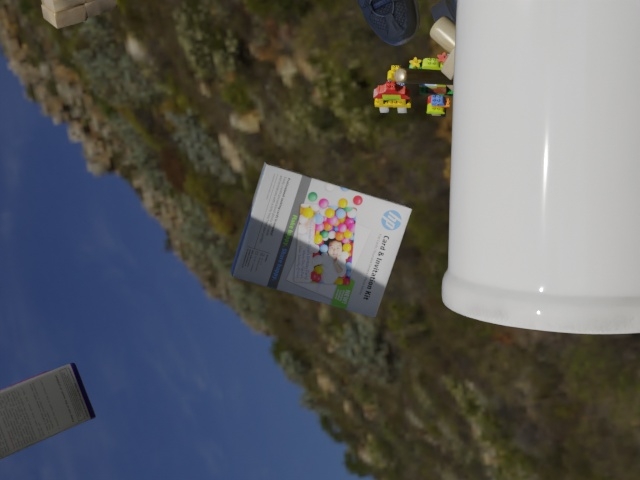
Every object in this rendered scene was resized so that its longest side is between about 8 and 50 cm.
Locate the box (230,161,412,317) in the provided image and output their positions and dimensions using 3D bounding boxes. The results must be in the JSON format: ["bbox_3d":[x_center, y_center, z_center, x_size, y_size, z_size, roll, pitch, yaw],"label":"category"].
[{"bbox_3d":[0.000,0.000,1.460,0.038,0.186,0.145,-125,53,-77],"label":"box"}]

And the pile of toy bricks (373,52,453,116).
[{"bbox_3d":[0.198,-0.280,2.027,0.105,0.212,0.118,74,-161,-65],"label":"pile of toy bricks"}]

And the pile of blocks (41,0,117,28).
[{"bbox_3d":[-0.254,-0.434,1.470,0.149,0.362,0.113,36,-179,-44],"label":"pile of blocks"}]

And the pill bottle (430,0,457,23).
[{"bbox_3d":[0.329,-0.461,2.281,0.121,0.221,0.121,49,-159,-27],"label":"pill bottle"}]

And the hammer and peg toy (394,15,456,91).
[{"bbox_3d":[0.270,-0.306,1.680,0.127,0.361,0.266,45,-141,16],"label":"hammer and peg toy"}]

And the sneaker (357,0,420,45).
[{"bbox_3d":[0.083,-0.478,2.152,0.281,0.105,0.115,64,-155,5],"label":"sneaker"}]

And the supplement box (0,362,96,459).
[{"bbox_3d":[-0.530,0.309,2.114,0.220,0.111,0.113,-23,-88,-44],"label":"supplement box"}]

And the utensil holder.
[{"bbox_3d":[0.308,-0.113,1.380,0.327,0.328,0.385,-42,-47,-77],"label":"utensil holder"}]
